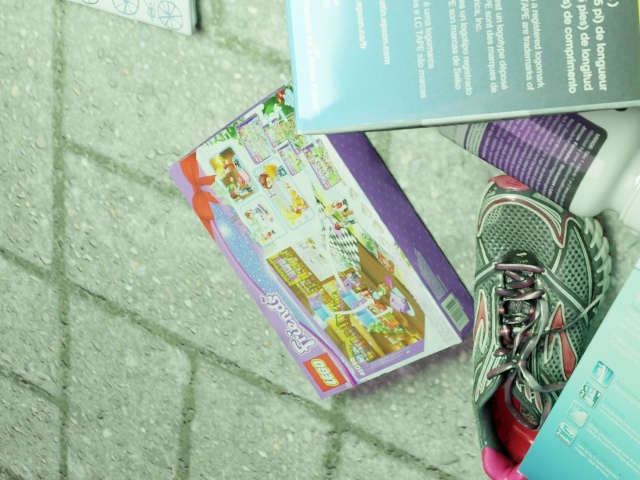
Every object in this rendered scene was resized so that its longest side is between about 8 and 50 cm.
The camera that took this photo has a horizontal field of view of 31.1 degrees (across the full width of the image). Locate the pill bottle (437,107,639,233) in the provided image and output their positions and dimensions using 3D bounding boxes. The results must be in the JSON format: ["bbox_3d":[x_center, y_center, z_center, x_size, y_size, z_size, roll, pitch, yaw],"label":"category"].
[{"bbox_3d":[0.200,-0.085,0.922,0.193,0.108,0.108,33,130,15],"label":"pill bottle"}]

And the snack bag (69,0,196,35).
[{"bbox_3d":[-0.246,-0.393,1.101,0.323,0.037,0.343,21,125,24],"label":"snack bag"}]

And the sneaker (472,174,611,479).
[{"bbox_3d":[0.189,0.083,1.023,0.120,0.112,0.299,6,118,32],"label":"sneaker"}]

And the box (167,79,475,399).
[{"bbox_3d":[0.000,0.000,1.141,0.201,0.057,0.293,-28,98,40],"label":"box"}]

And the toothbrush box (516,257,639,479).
[{"bbox_3d":[0.322,0.128,0.898,0.216,0.126,0.296,39,126,29],"label":"toothbrush box"}]

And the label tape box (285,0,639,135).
[{"bbox_3d":[0.148,-0.212,0.817,0.347,0.115,0.249,-4,94,10],"label":"label tape box"}]
